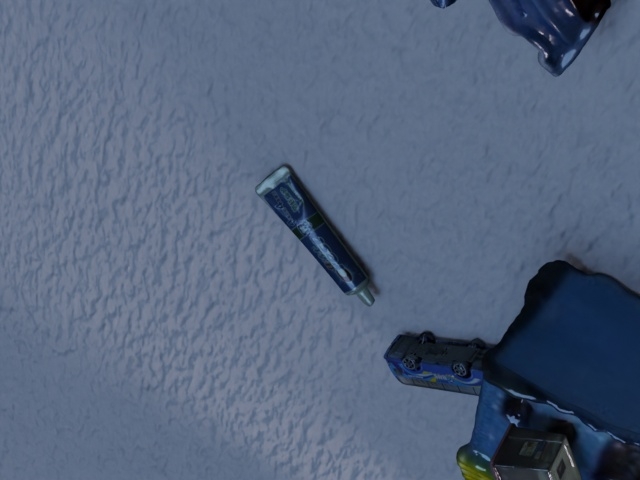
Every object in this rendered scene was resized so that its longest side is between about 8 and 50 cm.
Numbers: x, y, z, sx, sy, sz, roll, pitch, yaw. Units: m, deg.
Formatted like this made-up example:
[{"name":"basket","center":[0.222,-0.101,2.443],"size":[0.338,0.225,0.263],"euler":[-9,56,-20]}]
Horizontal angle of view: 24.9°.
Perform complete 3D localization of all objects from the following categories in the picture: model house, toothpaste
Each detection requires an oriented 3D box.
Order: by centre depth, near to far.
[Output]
[{"name":"model house","center":[0.283,0.207,1.529],"size":[0.237,0.215,0.303],"euler":[27,141,19]},{"name":"toothpaste","center":[0.000,0.000,1.718],"size":[0.057,0.035,0.197],"euler":[-37,95,33]}]

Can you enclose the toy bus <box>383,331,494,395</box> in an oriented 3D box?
[{"name":"toy bus","center":[0.151,0.147,1.699],"size":[0.153,0.051,0.061],"euler":[4,130,37]}]

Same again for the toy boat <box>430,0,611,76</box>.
[{"name":"toy boat","center":[0.140,-0.281,1.303],"size":[0.142,0.129,0.309],"euler":[-29,100,33]}]

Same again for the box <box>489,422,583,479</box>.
[{"name":"box","center":[0.210,0.225,1.391],"size":[0.063,0.060,0.084],"euler":[0,129,33]}]
